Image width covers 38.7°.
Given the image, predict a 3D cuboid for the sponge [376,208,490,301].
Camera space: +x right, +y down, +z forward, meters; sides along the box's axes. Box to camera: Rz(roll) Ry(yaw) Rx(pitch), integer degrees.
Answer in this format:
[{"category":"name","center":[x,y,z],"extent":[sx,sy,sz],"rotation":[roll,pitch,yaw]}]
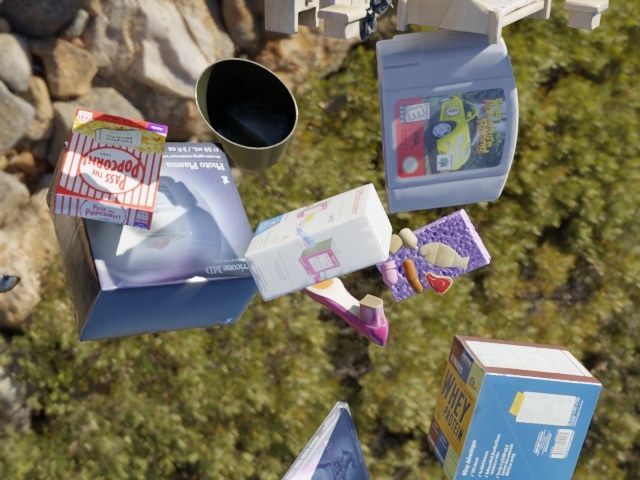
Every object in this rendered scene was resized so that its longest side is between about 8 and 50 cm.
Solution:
[{"category":"sponge","center":[0.218,0.032,1.818],"extent":[0.210,0.117,0.031],"rotation":[-25,-170,24]}]

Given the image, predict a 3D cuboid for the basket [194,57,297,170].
[{"category":"basket","center":[-0.132,-0.225,1.757],"extent":[0.154,0.204,0.227],"rotation":[-53,171,-8]}]

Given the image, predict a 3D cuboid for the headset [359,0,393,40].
[{"category":"headset","center":[0.055,-0.532,1.779],"extent":[0.243,0.394,0.185],"rotation":[-3,137,-10]}]

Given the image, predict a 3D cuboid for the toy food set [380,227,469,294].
[{"category":"toy food set","center":[0.114,0.030,1.124],"extent":[0.078,0.122,0.019],"rotation":[-66,171,4]}]

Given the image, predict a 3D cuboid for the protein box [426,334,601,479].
[{"category":"protein box","center":[0.305,0.277,1.463],"extent":[0.201,0.136,0.200],"rotation":[8,108,-14]}]

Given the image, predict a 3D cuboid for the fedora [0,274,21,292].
[{"category":"fedora","center":[-0.632,-0.014,1.430],"extent":[0.334,0.334,0.153],"rotation":[19,78,-57]}]

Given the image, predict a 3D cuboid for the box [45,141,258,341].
[{"category":"box","center":[-0.286,-0.007,1.580],"extent":[0.296,0.294,0.183],"rotation":[-4,150,-31]}]

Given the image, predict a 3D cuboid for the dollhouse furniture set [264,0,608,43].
[{"category":"dollhouse furniture set","center":[0.152,-0.351,1.139],"extent":[0.303,0.355,0.174],"rotation":[-36,133,-51]}]

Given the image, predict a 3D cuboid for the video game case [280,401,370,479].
[{"category":"video game case","center":[-0.005,0.437,1.551],"extent":[0.274,0.026,0.196],"rotation":[-47,132,-42]}]

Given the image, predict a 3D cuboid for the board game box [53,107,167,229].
[{"category":"board game box","center":[-0.322,-0.112,1.414],"extent":[0.146,0.194,0.045],"rotation":[10,138,-12]}]

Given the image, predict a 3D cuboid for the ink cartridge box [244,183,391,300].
[{"category":"ink cartridge box","center":[0.000,0.000,0.849],"extent":[0.088,0.122,0.052],"rotation":[-75,145,-67]}]

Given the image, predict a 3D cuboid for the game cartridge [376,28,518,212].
[{"category":"game cartridge","center":[0.186,-0.168,1.325],"extent":[0.196,0.060,0.294],"rotation":[-10,132,-2]}]

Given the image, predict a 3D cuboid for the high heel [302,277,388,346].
[{"category":"high heel","center":[0.051,0.158,2.075],"extent":[0.082,0.244,0.117],"rotation":[-39,132,-43]}]
